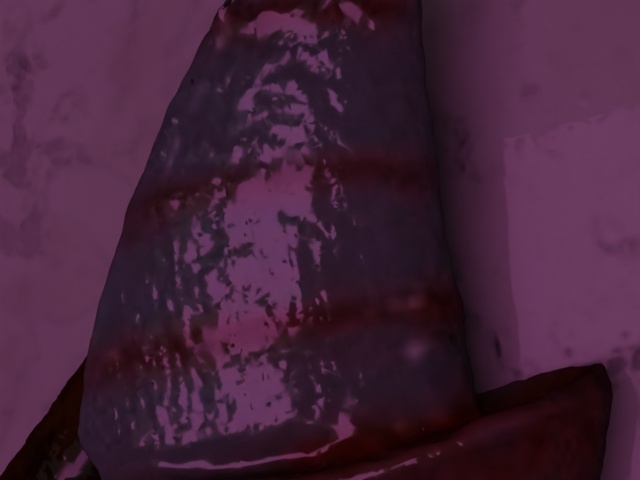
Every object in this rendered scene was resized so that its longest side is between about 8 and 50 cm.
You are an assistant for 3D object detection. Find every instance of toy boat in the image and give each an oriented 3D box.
[{"bbox_3d":[0.000,0.000,0.481,0.206,0.096,0.282,-6,91,9],"label":"toy boat"}]

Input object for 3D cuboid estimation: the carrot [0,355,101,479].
[{"bbox_3d":[-0.061,0.047,0.539,0.066,0.066,0.314,37,95,22],"label":"carrot"}]
